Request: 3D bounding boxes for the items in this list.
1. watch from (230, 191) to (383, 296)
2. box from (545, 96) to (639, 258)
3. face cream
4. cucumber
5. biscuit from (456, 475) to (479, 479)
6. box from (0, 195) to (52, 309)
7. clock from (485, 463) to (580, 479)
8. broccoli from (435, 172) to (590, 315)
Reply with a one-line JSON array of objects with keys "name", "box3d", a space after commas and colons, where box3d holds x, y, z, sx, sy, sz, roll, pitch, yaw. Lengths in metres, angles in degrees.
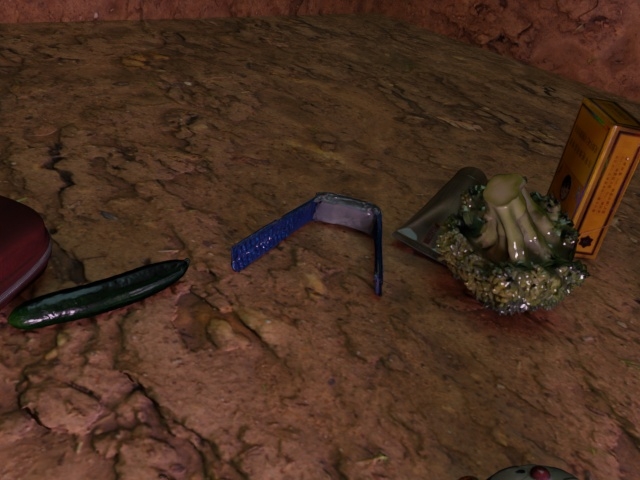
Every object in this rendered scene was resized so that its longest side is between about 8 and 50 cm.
[{"name": "watch", "box3d": [-0.011, -0.006, 1.224, 0.276, 0.068, 0.275, 11, 34, 0]}, {"name": "box", "box3d": [0.585, -0.137, 1.394, 0.083, 0.302, 0.193, 10, 29, -2]}, {"name": "face cream", "box3d": [0.280, -0.059, 1.395, 0.137, 0.084, 0.341, 30, 41, 13]}, {"name": "cucumber", "box3d": [-0.324, 0.081, 0.972, 0.284, 0.056, 0.056, -18, 41, -36]}, {"name": "biscuit", "box3d": [0.100, 0.309, 0.638, 0.026, 0.175, 0.124, 49, 10, -25]}, {"name": "box", "box3d": [-0.564, 0.050, 0.883, 0.262, 0.108, 0.404, 15, 30, 8]}, {"name": "clock", "box3d": [0.237, 0.337, 0.626, 0.199, 0.147, 0.243, 3, 34, -23]}, {"name": "broccoli", "box3d": [0.340, 0.006, 1.162, 0.259, 0.236, 0.288, 18, 14, -44]}]
